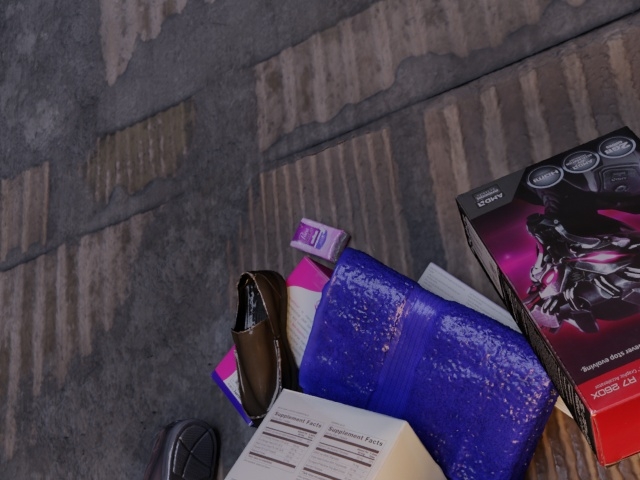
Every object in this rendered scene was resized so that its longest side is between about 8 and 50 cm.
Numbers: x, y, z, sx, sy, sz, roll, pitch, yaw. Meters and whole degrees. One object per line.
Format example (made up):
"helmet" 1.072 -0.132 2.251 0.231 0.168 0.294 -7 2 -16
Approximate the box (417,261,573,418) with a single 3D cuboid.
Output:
"box" 0.248 0.135 1.146 0.324 0.063 0.067 34 93 37

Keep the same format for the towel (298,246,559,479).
"towel" 0.120 0.169 1.120 0.308 0.076 0.227 26 122 23

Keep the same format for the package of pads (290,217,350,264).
"package of pads" 0.000 0.000 1.384 0.083 0.032 0.050 20 82 37

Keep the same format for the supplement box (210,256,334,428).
"supplement box" -0.029 0.149 1.299 0.220 0.114 0.111 -52 52 9

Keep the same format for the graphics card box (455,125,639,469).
"graphics card box" 0.320 0.040 1.004 0.233 0.094 0.371 -22 38 2

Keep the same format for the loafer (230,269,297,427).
"loafer" -0.087 0.138 1.222 0.080 0.078 0.220 -20 63 27

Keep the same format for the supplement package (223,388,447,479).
"supplement package" 0.002 0.349 1.078 0.198 0.199 0.262 6 51 42

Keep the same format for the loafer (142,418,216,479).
"loafer" -0.227 0.411 1.359 0.095 0.109 0.302 -13 58 51
